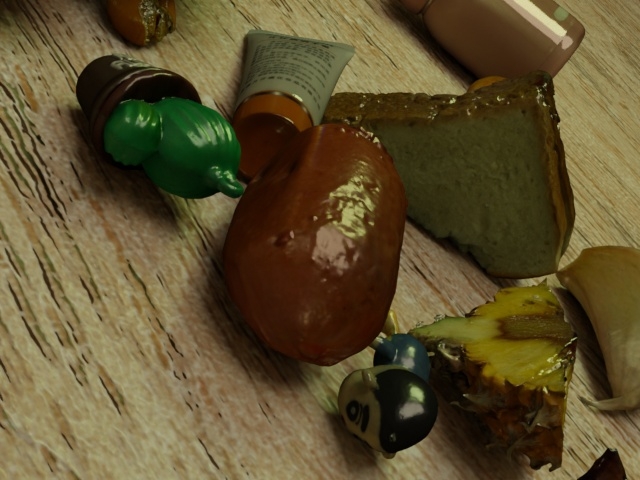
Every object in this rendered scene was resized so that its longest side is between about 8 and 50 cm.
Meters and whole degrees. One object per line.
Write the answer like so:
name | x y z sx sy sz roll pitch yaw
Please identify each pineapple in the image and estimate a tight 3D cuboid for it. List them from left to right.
pineapple | 0.171 0.148 1.013 0.164 0.140 0.250 -5 21 3

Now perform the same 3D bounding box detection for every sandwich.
sandwich | 0.157 -0.070 1.222 0.100 0.288 0.254 -66 149 -50

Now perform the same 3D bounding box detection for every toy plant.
toy plant | -0.149 -0.101 0.933 0.200 0.105 0.143 39 16 33

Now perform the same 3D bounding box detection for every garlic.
garlic | 0.386 0.111 1.258 0.164 0.145 0.245 2 41 0

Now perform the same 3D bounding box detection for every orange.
orange | -0.198 -0.260 1.126 0.086 0.062 0.086 26 33 -19

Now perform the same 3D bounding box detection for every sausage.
sausage | -0.001 -0.001 0.937 0.141 0.153 0.268 45 32 -21

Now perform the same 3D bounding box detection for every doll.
doll | 0.058 0.132 0.909 0.179 0.088 0.102 -92 165 -69

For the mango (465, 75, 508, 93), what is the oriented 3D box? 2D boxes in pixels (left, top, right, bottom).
mango | 0.284 -0.192 1.530 0.165 0.089 0.115 18 30 -37

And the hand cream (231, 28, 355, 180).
hand cream | -0.045 -0.181 1.169 0.139 0.089 0.314 11 35 3

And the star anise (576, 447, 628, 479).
star anise | 0.218 0.279 0.937 0.158 0.144 0.141 -76 158 -47

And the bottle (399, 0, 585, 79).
bottle | 0.269 -0.372 1.619 0.297 0.206 0.173 40 68 -1
